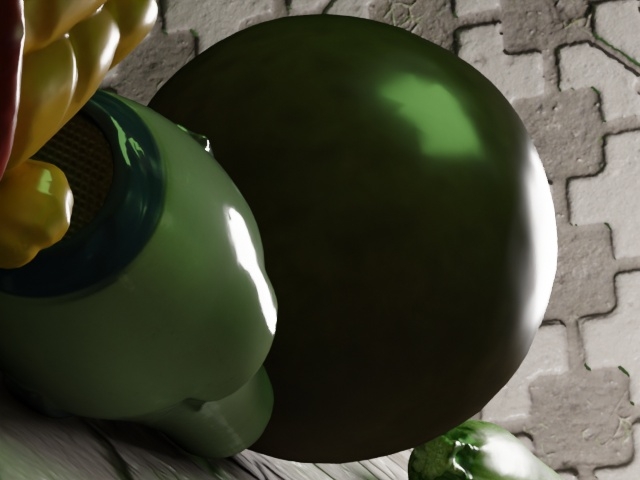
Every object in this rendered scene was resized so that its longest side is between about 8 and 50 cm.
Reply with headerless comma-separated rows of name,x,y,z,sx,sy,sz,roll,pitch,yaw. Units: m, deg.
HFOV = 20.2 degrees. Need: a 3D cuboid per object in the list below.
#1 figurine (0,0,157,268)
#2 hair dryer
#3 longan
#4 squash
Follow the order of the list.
figurine,-0.176,-0.118,0.495,0.323,0.196,0.320,29,-42,14
hair dryer,-0.119,0.006,0.753,0.298,0.119,0.296,24,-16,37
longan,0.000,0.000,0.981,0.258,0.258,0.258,40,0,0
squash,0.143,0.211,1.521,0.101,0.101,0.378,39,1,25
